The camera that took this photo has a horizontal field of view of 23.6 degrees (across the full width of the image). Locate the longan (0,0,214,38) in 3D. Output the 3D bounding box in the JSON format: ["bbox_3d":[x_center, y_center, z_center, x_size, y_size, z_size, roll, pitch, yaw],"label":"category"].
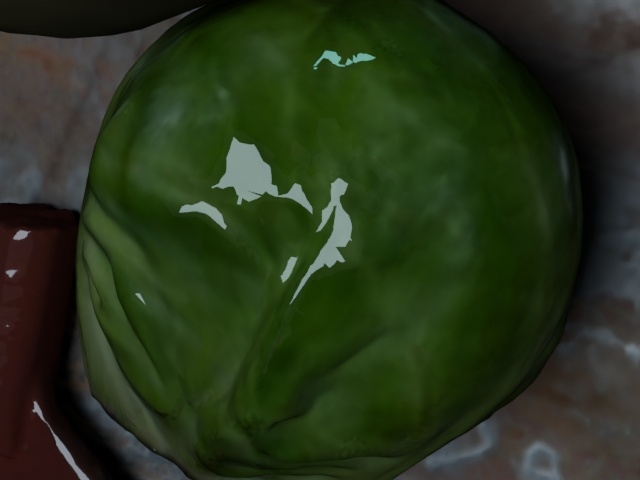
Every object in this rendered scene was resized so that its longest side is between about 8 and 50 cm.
[{"bbox_3d":[-0.105,-0.264,0.603,0.361,0.361,0.361,6,101,31],"label":"longan"}]

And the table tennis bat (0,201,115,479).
[{"bbox_3d":[-0.194,0.179,0.911,0.268,0.051,0.414,18,109,28],"label":"table tennis bat"}]

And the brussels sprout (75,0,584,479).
[{"bbox_3d":[0.000,0.000,0.672,0.244,0.244,0.244,6,101,31],"label":"brussels sprout"}]
